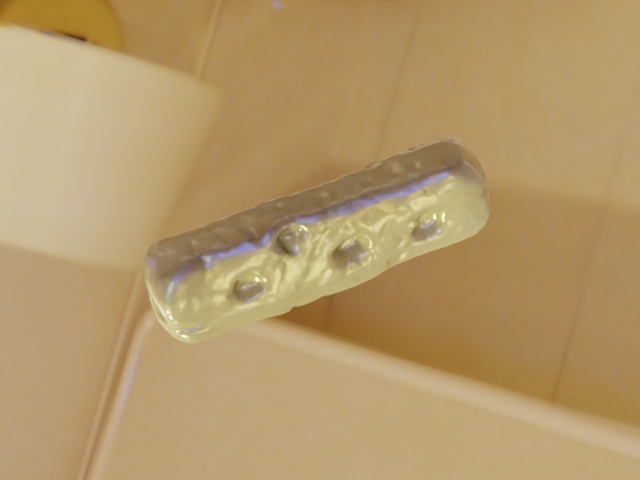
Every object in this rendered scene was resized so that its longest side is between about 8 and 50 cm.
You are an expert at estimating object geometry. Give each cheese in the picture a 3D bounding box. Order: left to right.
[{"bbox_3d":[0.000,0.000,0.816,0.043,0.194,0.065,-120,11,-47],"label":"cheese"}]
